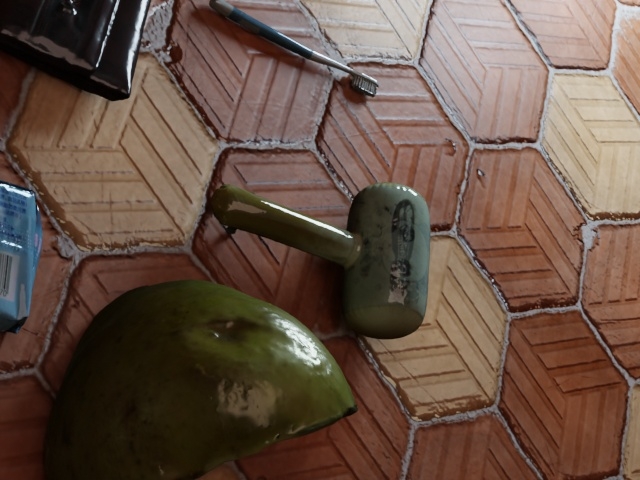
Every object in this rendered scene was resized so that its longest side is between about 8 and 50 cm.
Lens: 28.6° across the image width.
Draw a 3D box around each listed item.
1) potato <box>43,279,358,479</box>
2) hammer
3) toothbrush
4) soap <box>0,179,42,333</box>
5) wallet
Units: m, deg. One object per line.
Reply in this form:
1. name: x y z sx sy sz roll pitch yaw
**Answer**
1. potato: -0.122 0.128 1.304 0.330 0.280 0.213 -17 86 -38
2. hammer: 0.000 0.000 1.561 0.305 0.113 0.202 17 60 -25
3. toothbrush: -0.032 -0.256 1.683 0.275 0.019 0.025 23 68 -29
4. soap: -0.393 -0.004 1.242 0.293 0.077 0.156 23 63 -47
5. wallet: -0.285 -0.293 1.490 0.182 0.049 0.229 24 59 -25
